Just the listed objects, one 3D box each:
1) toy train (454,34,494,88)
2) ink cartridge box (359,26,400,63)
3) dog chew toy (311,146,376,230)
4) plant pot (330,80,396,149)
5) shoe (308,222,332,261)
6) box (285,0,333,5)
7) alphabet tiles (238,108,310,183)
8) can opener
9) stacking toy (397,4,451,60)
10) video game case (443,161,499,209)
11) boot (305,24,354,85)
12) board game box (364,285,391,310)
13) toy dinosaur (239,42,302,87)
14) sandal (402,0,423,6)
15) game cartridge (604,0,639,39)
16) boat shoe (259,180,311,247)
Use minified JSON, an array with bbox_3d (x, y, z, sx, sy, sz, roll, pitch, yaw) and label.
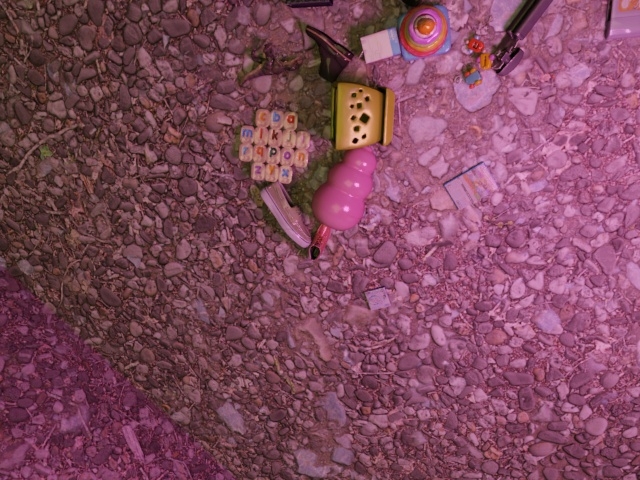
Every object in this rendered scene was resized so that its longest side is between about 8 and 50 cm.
[{"bbox_3d":[0.539,-0.614,1.635,0.125,0.046,0.166,42,127,34],"label":"toy train"},{"bbox_3d":[0.204,-0.680,1.656,0.143,0.092,0.090,-11,106,14],"label":"ink cartridge box"},{"bbox_3d":[0.103,-0.207,1.790,0.206,0.206,0.332,26,104,2],"label":"dog chew toy"},{"bbox_3d":[0.147,-0.447,1.678,0.207,0.227,0.228,-1,109,-3],"label":"plant pot"},{"bbox_3d":[0.000,0.000,1.937,0.063,0.081,0.178,21,111,4],"label":"shoe"},{"bbox_3d":[-0.039,-0.899,1.630,0.155,0.093,0.158,2,108,11],"label":"box"},{"bbox_3d":[-0.183,-0.372,1.866,0.284,0.021,0.278,8,102,9],"label":"alphabet tiles"},{"bbox_3d":[0.677,-0.693,1.580,0.095,0.076,0.283,22,115,-31],"label":"can opener"},{"bbox_3d":[0.334,-0.681,1.516,0.175,0.302,0.166,-7,107,15],"label":"stacking toy"},{"bbox_3d":[0.571,-0.206,1.786,0.166,0.015,0.119,-30,100,19],"label":"video game case"},{"bbox_3d":[0.004,-0.672,1.713,0.197,0.077,0.137,36,117,-1],"label":"boot"},{"bbox_3d":[0.244,0.246,2.005,0.090,0.020,0.090,-16,104,16],"label":"board game box"},{"bbox_3d":[-0.206,-0.666,1.764,0.268,0.064,0.118,-11,113,18],"label":"toy dinosaur"},{"bbox_3d":[0.269,-0.920,1.563,0.303,0.086,0.120,63,153,-3],"label":"sandal"},{"bbox_3d":[1.017,-0.797,1.473,0.198,0.062,0.297,0,109,16],"label":"game cartridge"},{"bbox_3d":[-0.126,-0.108,1.914,0.094,0.109,0.302,-36,96,18],"label":"boat shoe"}]
